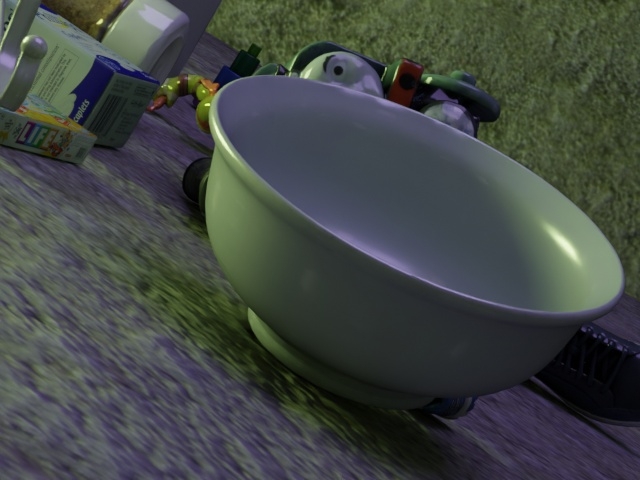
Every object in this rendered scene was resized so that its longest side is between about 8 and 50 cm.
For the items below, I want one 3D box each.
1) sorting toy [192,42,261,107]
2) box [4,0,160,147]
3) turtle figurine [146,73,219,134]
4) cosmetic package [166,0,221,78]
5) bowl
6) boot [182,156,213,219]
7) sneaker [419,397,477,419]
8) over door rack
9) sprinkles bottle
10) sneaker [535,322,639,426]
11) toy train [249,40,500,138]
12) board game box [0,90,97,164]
[{"bbox_3d":[0.026,-0.121,2.394,0.365,0.126,0.127,33,7,3],"label":"sorting toy"},{"bbox_3d":[-0.224,-0.145,1.669,0.137,0.072,0.126,33,6,11],"label":"box"},{"bbox_3d":[-0.082,-0.127,2.107,0.269,0.087,0.217,36,8,29],"label":"turtle figurine"},{"bbox_3d":[-0.289,-0.315,2.223,0.217,0.156,0.385,32,8,20],"label":"cosmetic package"},{"bbox_3d":[0.040,0.018,1.305,0.298,0.134,0.298,22,22,-9],"label":"bowl"},{"bbox_3d":[0.000,0.000,1.642,0.246,0.083,0.161,33,1,-7],"label":"boot"},{"bbox_3d":[0.050,0.080,1.406,0.135,0.052,0.058,33,14,18],"label":"sneaker"},{"bbox_3d":[-0.319,-0.222,1.421,0.239,0.108,0.324,23,17,-21],"label":"over door rack"},{"bbox_3d":[-0.302,-0.259,1.919,0.355,0.121,0.121,33,7,6],"label":"sprinkles bottle"},{"bbox_3d":[0.224,0.099,1.822,0.226,0.086,0.163,24,-7,19],"label":"sneaker"},{"bbox_3d":[0.023,-0.085,1.663,0.190,0.142,0.334,21,-7,-10],"label":"toy train"},{"bbox_3d":[-0.244,-0.102,1.468,0.103,0.026,0.154,34,7,19],"label":"board game box"}]
